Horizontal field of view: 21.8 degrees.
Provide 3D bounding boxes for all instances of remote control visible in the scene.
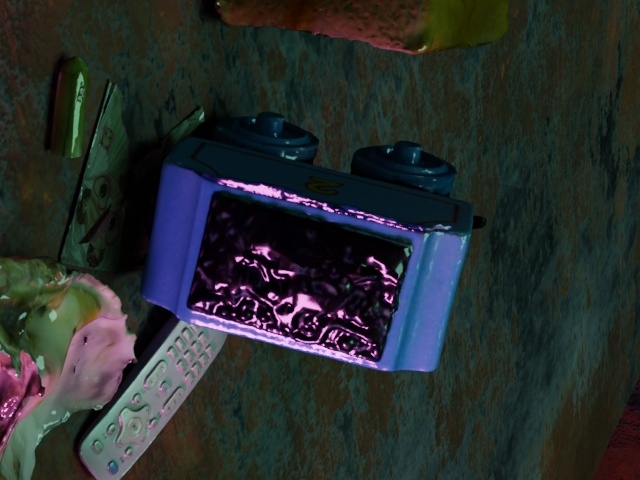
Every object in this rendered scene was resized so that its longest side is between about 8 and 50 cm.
[{"bbox_3d":[-0.164,0.135,1.635,0.229,0.044,0.073,-53,139,-26],"label":"remote control"}]

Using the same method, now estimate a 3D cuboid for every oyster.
[{"bbox_3d":[-0.238,0.109,1.373,0.275,0.100,0.271,-53,154,-66],"label":"oyster"}]

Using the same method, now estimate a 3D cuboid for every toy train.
[{"bbox_3d":[0.000,0.000,1.575,0.265,0.300,0.188,-67,170,-72],"label":"toy train"}]

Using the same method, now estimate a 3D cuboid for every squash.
[{"bbox_3d":[-0.209,-0.112,1.386,0.027,0.027,0.083,-25,126,-61],"label":"squash"}]

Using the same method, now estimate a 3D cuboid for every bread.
[{"bbox_3d":[0.061,-0.372,1.596,0.245,0.233,0.361,-15,114,-62],"label":"bread"}]

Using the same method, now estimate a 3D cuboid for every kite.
[{"bbox_3d":[-0.171,-0.059,1.534,0.250,0.012,0.229,-54,151,-43],"label":"kite"}]
